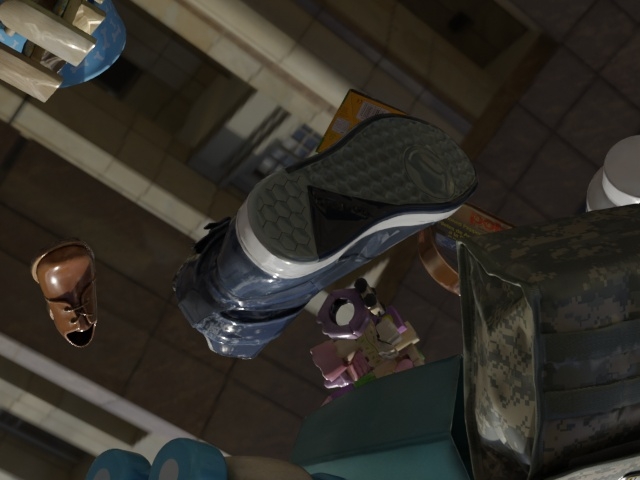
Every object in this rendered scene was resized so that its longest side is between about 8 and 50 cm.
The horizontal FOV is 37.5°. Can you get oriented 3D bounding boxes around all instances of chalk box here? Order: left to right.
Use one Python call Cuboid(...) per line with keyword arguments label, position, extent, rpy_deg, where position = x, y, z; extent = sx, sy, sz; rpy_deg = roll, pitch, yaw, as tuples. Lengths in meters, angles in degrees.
Cuboid(label="chalk box", position=(0.105, -0.155, 1.672), extent=(0.132, 0.132, 0.213), rpy_deg=(-61, 156, -2))

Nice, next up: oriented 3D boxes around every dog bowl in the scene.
Cuboid(label="dog bowl", position=(-0.383, -0.286, 1.144), extent=(0.074, 0.297, 0.166), rpy_deg=(93, 20, -53))

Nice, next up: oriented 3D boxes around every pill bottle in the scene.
Cuboid(label="pill bottle", position=(0.342, -0.025, 1.019), extent=(0.108, 0.193, 0.108), rpy_deg=(-6, -122, 10))

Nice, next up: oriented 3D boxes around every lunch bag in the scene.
Cuboid(label="lunch bag", position=(0.260, 0.127, 0.860), extent=(0.169, 0.235, 0.287), rpy_deg=(-132, -147, -65))

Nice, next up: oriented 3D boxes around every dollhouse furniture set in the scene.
Cuboid(label="dollhouse furniture set", position=(-0.271, -0.304, 0.930), extent=(0.242, 0.161, 0.212), rpy_deg=(-32, -141, 43))

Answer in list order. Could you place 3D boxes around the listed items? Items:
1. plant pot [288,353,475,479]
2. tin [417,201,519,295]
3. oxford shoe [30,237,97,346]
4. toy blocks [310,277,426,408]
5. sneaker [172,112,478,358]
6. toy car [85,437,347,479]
Cuboid(label="plant pot", position=(0.090, 0.280, 1.209), extent=(0.234, 0.165, 0.166), rpy_deg=(-16, -157, 20))
Cuboid(label="tin", position=(0.187, 0.025, 0.997), extent=(0.040, 0.190, 0.106), rpy_deg=(-47, -157, 49))
Cuboid(label="oxford shoe", position=(-0.296, 0.065, 1.137), extent=(0.076, 0.076, 0.212), rpy_deg=(-23, 156, -17))
Cuboid(label="toy blocks", position=(0.065, 0.271, 1.538), extent=(0.260, 0.309, 0.288), rpy_deg=(-33, -117, 7))
Cuboid(label="sneaker", position=(-0.002, -0.001, 0.658), extent=(0.226, 0.086, 0.163), rpy_deg=(-22, 163, -43))
Cuboid(label="toy car", position=(-0.102, 0.332, 0.900), extent=(0.210, 0.219, 0.238), rpy_deg=(-18, -123, 41))
